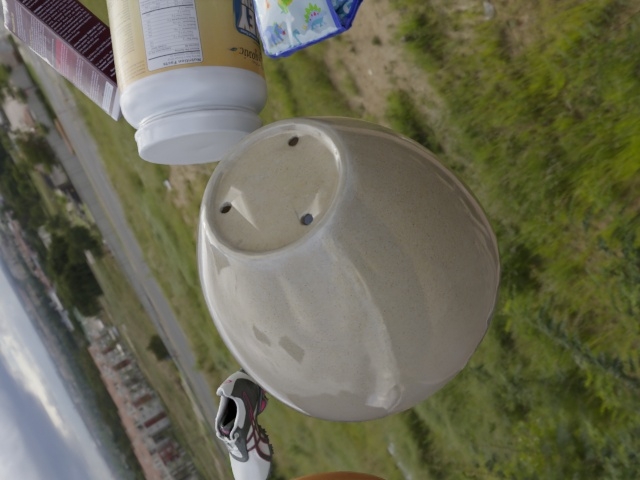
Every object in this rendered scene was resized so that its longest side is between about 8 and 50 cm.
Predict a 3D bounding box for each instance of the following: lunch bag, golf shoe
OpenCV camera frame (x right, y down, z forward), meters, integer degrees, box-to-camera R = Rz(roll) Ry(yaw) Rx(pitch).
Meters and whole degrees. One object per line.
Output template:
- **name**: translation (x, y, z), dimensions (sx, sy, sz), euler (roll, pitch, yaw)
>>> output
- **lunch bag**: translation (-0.015, -0.290, 0.791), dimensions (0.129, 0.096, 0.151), euler (-5, 82, 48)
- **golf shoe**: translation (-0.168, 0.396, 1.440), dimensions (0.105, 0.120, 0.272), euler (3, 100, 33)

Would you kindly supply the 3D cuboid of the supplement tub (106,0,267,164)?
- **supplement tub**: translation (-0.131, -0.187, 0.700), dimensions (0.144, 0.144, 0.199), euler (157, 105, -68)

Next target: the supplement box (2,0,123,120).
- **supplement box**: translation (-0.393, -0.315, 1.135), dimensions (0.239, 0.073, 0.130), euler (40, 158, -8)

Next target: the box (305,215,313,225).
- **box**: translation (0.039, 0.035, 0.943), dimensions (0.165, 0.143, 0.270), euler (17, -125, -64)

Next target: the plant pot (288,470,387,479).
- **plant pot**: translation (0.013, 0.455, 0.846), dimensions (0.203, 0.291, 0.290), euler (-117, 10, -58)

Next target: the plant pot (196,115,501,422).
- **plant pot**: translation (0.000, 0.000, 0.631), dimensions (0.284, 0.284, 0.191), euler (44, 178, 36)
